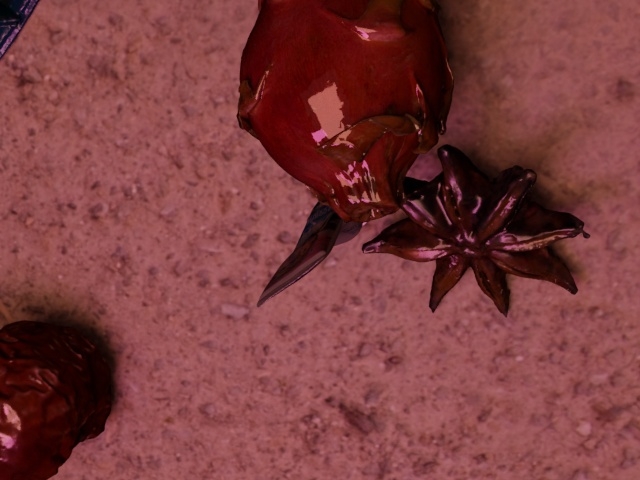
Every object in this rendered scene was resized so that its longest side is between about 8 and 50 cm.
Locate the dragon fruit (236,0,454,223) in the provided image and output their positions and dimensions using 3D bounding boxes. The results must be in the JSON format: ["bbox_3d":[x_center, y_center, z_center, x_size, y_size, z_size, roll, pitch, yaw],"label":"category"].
[{"bbox_3d":[0.023,-0.176,1.621,0.250,0.250,0.315,5,92,17],"label":"dragon fruit"}]

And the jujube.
[{"bbox_3d":[-0.378,0.204,1.895,0.213,0.232,0.213,7,112,17],"label":"jujube"}]

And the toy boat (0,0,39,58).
[{"bbox_3d":[-0.403,-0.277,1.824,0.062,0.096,0.299,44,118,12],"label":"toy boat"}]

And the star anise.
[{"bbox_3d":[0.178,-0.021,1.723,0.272,0.102,0.272,11,139,10],"label":"star anise"}]

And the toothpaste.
[{"bbox_3d":[0.000,0.000,1.685,0.096,0.266,0.061,-38,95,24],"label":"toothpaste"}]
